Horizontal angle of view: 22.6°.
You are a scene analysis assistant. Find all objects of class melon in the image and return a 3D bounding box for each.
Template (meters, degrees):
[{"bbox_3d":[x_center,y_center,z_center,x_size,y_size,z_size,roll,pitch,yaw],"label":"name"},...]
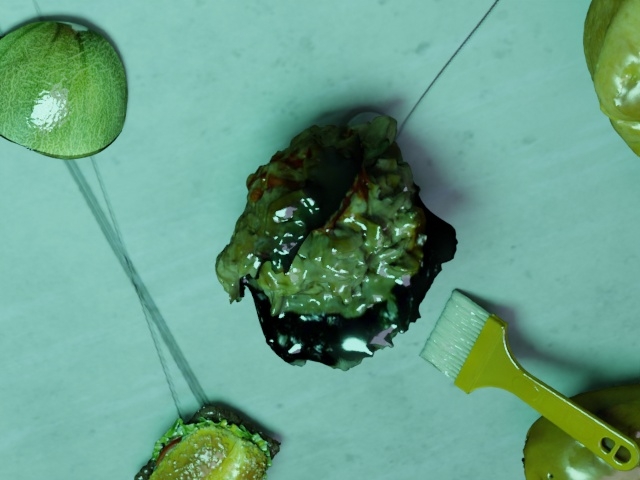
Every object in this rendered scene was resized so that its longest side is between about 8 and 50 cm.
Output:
[{"bbox_3d":[-0.262,-0.148,1.573,0.160,0.079,0.128,14,122,-13],"label":"melon"}]

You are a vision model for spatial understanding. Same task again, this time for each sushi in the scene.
[{"bbox_3d":[-0.003,-0.004,1.608,0.225,0.238,0.219,-25,128,25],"label":"sushi"}]

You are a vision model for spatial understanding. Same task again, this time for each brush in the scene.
[{"bbox_3d":[0.235,0.167,1.762,0.272,0.013,0.103,35,121,17],"label":"brush"}]

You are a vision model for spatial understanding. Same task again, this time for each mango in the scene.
[{"bbox_3d":[0.352,0.234,1.816,0.249,0.156,0.151,-9,138,-3],"label":"mango"}]

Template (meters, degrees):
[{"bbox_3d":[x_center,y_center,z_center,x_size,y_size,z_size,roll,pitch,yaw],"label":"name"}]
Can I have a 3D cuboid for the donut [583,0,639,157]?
[{"bbox_3d":[0.390,-0.203,1.460,0.317,0.150,0.299,-25,133,6],"label":"donut"}]

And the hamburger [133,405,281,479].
[{"bbox_3d":[-0.137,0.270,1.848,0.137,0.087,0.166,33,115,-23],"label":"hamburger"}]
